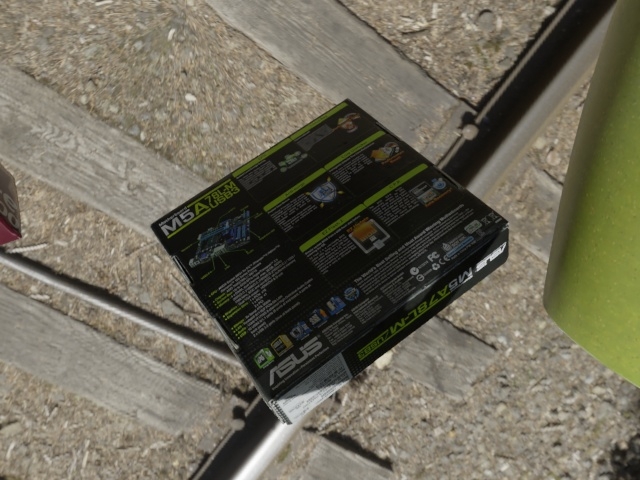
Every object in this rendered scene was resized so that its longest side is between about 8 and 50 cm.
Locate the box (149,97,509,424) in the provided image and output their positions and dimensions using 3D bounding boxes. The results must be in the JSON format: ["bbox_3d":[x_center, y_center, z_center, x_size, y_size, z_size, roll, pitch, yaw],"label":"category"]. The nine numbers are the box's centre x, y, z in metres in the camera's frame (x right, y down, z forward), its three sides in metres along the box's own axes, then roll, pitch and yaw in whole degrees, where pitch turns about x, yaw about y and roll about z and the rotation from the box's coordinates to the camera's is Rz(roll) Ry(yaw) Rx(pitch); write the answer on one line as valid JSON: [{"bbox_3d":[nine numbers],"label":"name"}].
[{"bbox_3d":[0.000,0.000,0.438,0.190,0.184,0.045,-35,140,-12],"label":"box"}]

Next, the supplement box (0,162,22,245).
[{"bbox_3d":[-0.357,-0.019,0.428,0.239,0.073,0.130,-21,148,-7],"label":"supplement box"}]

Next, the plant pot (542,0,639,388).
[{"bbox_3d":[0.264,-0.051,0.349,0.274,0.275,0.294,19,108,-18],"label":"plant pot"}]
